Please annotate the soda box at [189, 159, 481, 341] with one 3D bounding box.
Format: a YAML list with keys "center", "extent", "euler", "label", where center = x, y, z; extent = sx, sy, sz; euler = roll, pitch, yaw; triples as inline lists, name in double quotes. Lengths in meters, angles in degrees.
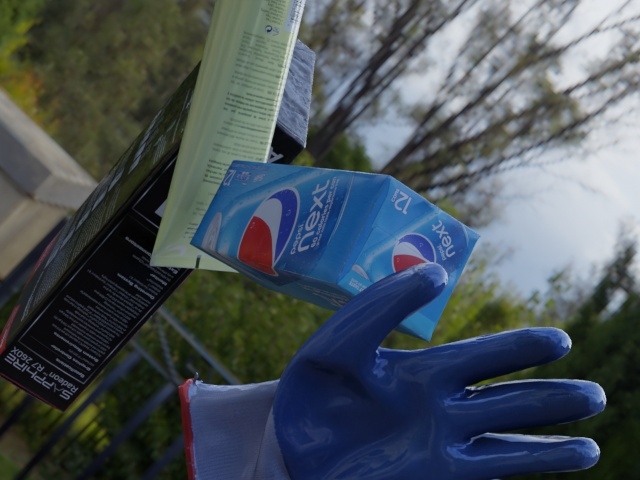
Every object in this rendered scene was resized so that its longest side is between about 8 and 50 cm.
- center: [0.000, 0.000, 0.730]
  extent: [0.071, 0.067, 0.210]
  euler: [31, -9, -26]
  label: "soda box"

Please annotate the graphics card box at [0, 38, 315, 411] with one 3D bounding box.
- center: [-0.155, -0.034, 1.156]
  extent: [0.094, 0.371, 0.233]
  euler: [36, 23, -15]
  label: "graphics card box"

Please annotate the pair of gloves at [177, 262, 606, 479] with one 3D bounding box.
- center: [0.026, 0.109, 0.415]
  extent: [0.023, 0.159, 0.198]
  euler: [-7, 89, -64]
  label: "pair of gloves"

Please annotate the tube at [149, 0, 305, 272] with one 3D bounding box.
- center: [-0.061, -0.095, 0.855]
  extent: [0.070, 0.240, 0.062]
  euler: [12, 7, -10]
  label: "tube"
